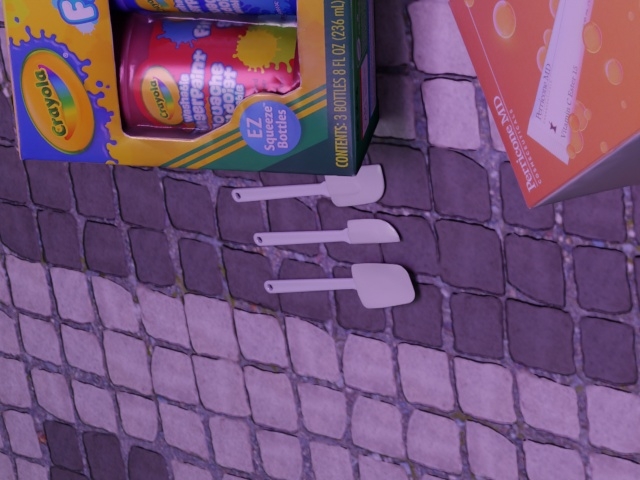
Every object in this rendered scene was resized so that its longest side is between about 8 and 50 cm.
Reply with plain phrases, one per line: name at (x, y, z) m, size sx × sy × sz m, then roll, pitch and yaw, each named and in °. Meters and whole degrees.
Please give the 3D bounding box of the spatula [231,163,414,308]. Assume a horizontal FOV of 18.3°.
spatula at (0.000, 0.000, 2.290) m, size 0.242 × 0.019 × 0.168 m, roll -4°, pitch 111°, yaw 43°

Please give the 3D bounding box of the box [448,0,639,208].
box at (0.287, -0.196, 1.672) m, size 0.345 × 0.168 × 0.215 m, roll -41°, pitch 66°, yaw 58°

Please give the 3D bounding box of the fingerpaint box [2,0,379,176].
fingerpaint box at (-0.136, -0.300, 2.034) m, size 0.371 × 0.163 × 0.445 m, roll 4°, pitch 118°, yaw 10°
